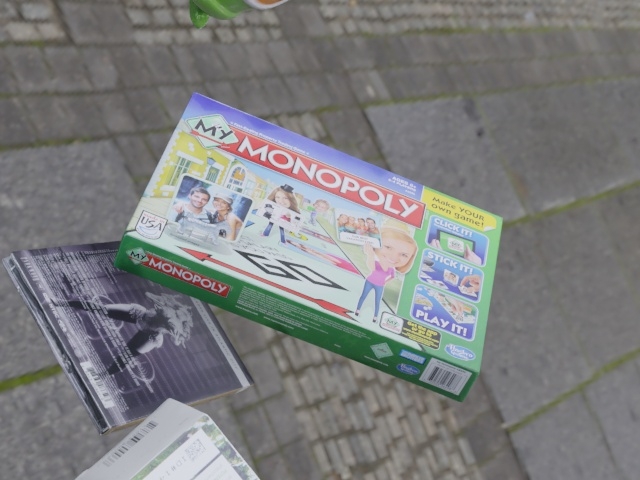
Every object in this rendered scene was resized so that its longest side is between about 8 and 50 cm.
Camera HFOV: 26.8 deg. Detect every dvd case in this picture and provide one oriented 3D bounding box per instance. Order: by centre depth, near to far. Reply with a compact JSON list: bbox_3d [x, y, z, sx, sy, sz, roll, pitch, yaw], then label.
[{"bbox_3d":[-0.157,0.073,1.141,0.164,0.018,0.221,58,25,12],"label":"dvd case"}]

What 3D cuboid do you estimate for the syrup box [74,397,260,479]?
[{"bbox_3d":[-0.057,0.233,0.948,0.093,0.096,0.237,-41,105,-17],"label":"syrup box"}]

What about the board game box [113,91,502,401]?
[{"bbox_3d":[0.000,0.000,1.194,0.317,0.046,0.213,21,42,-4],"label":"board game box"}]

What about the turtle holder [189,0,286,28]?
[{"bbox_3d":[-0.075,-0.407,1.493,0.320,0.227,0.243,-86,155,-43],"label":"turtle holder"}]
